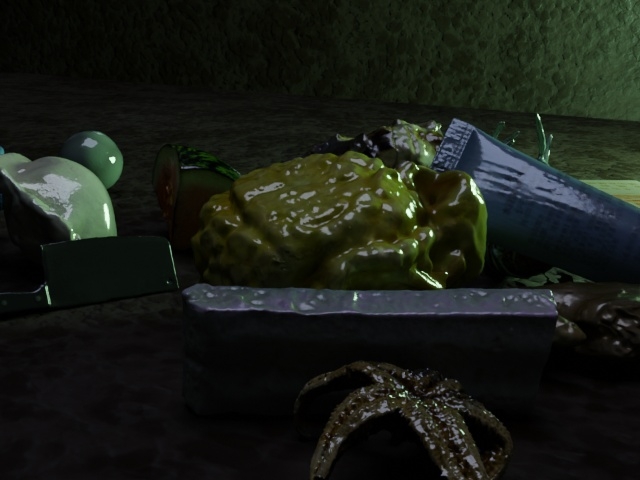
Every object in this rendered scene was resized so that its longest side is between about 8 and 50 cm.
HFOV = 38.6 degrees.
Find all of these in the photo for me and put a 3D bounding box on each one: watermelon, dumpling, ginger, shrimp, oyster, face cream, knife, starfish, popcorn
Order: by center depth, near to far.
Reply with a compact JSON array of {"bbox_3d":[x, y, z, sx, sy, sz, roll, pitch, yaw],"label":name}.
[{"bbox_3d":[0.056,0.140,0.626,0.146,0.074,0.190,3,15,-21],"label":"starfish"},{"bbox_3d":[0.275,0.076,0.877,0.332,0.080,0.166,7,2,6],"label":"ginger"},{"bbox_3d":[0.008,0.018,0.877,0.285,0.174,0.225,1,28,17],"label":"popcorn"},{"bbox_3d":[-0.266,0.036,0.965,0.245,0.072,0.019,-9,-7,-37],"label":"knife"},{"bbox_3d":[0.295,-0.007,0.992,0.385,0.136,0.086,24,-21,10],"label":"face cream"},{"bbox_3d":[-0.311,-0.037,1.053,0.229,0.124,0.151,45,2,39],"label":"dumpling"},{"bbox_3d":[-0.159,-0.069,1.214,0.137,0.193,0.145,-33,45,10],"label":"watermelon"},{"bbox_3d":[0.262,-0.049,1.230,0.221,0.166,0.410,36,30,-6],"label":"shrimp"},{"bbox_3d":[0.036,-0.092,1.343,0.337,0.133,0.198,-10,35,45],"label":"oyster"}]

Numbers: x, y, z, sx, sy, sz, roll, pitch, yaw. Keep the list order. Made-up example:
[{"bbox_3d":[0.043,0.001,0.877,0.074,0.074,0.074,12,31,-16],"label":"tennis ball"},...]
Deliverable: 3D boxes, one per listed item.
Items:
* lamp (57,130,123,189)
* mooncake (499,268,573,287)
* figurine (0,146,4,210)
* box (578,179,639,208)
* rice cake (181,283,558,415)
[{"bbox_3d":[-0.376,-0.128,1.494,0.105,0.105,0.105,2,15,-1],"label":"lamp"},{"bbox_3d":[0.146,0.025,1.086,0.346,0.057,0.150,23,-6,37],"label":"mooncake"},{"bbox_3d":[-0.475,-0.060,1.130,0.179,0.154,0.262,-10,25,-16],"label":"figurine"},{"bbox_3d":[0.468,-0.037,1.390,0.204,0.051,0.365,1,15,-8],"label":"box"},{"bbox_3d":[0.038,0.091,0.734,0.297,0.106,0.050,1,25,-6],"label":"rice cake"}]
